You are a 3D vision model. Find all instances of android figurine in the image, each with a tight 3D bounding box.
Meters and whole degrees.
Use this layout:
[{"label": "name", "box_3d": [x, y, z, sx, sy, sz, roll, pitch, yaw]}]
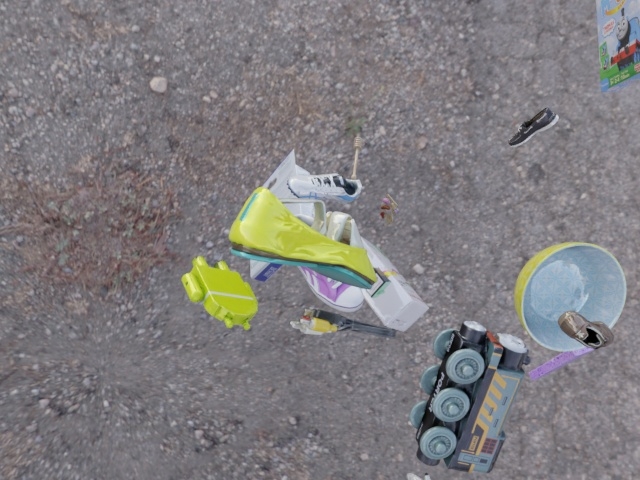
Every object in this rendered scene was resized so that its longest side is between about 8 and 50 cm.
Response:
[{"label": "android figurine", "box_3d": [-0.290, 0.158, 1.539, 0.248, 0.056, 0.273, 15, 30, -47]}]

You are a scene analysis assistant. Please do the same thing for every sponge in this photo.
[{"label": "sponge", "box_3d": [0.766, 0.379, 1.626, 0.117, 0.210, 0.031, -10, 61, -28]}]

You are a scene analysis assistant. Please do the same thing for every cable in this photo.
[{"label": "cable", "box_3d": [0.057, 0.241, 1.392, 0.287, 0.139, 0.072, 17, 77, -16]}]

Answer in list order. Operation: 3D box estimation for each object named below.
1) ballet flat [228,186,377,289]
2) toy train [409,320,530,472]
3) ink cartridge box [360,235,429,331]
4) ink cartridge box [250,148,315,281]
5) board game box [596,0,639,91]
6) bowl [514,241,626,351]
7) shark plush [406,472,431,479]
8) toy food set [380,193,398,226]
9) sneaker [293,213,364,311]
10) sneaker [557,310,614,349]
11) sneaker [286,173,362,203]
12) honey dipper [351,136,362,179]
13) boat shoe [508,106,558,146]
[{"label": "ballet flat", "box_3d": [0.000, 0.000, 0.547, 0.231, 0.077, 0.077, 20, 83, -51]}, {"label": "toy train", "box_3d": [0.313, 0.333, 1.085, 0.190, 0.142, 0.334, 14, 102, -8]}, {"label": "ink cartridge box", "box_3d": [0.195, 0.138, 1.626, 0.117, 0.201, 0.278, -43, 63, 11]}, {"label": "ink cartridge box", "box_3d": [-0.136, -0.080, 1.718, 0.071, 0.324, 0.330, 18, 49, -30]}, {"label": "board game box", "box_3d": [0.577, -0.405, 0.969, 0.039, 0.160, 0.212, -4, 92, 4]}, {"label": "bowl", "box_3d": [0.634, 0.131, 1.373, 0.289, 0.156, 0.290, -2, 104, -6]}, {"label": "shark plush", "box_3d": [0.343, 0.820, 1.658, 0.161, 0.067, 0.073, 49, 50, 2]}, {"label": "toy food set", "box_3d": [0.242, -0.111, 1.816, 0.019, 0.122, 0.078, -28, 68, -26]}, {"label": "sneaker", "box_3d": [0.007, 0.050, 1.292, 0.102, 0.161, 0.282, -36, 69, -27]}, {"label": "sneaker", "box_3d": [0.592, 0.214, 1.123, 0.188, 0.066, 0.071, 21, 27, -29]}, {"label": "sneaker", "box_3d": [0.012, -0.149, 1.382, 0.237, 0.086, 0.085, 1, 57, -41]}, {"label": "honey dipper", "box_3d": [0.116, -0.268, 1.699, 0.030, 0.030, 0.161, 18, 64, -18]}, {"label": "boat shoe", "box_3d": [0.469, -0.253, 1.153, 0.038, 0.125, 0.046, 39, 56, -14]}]
